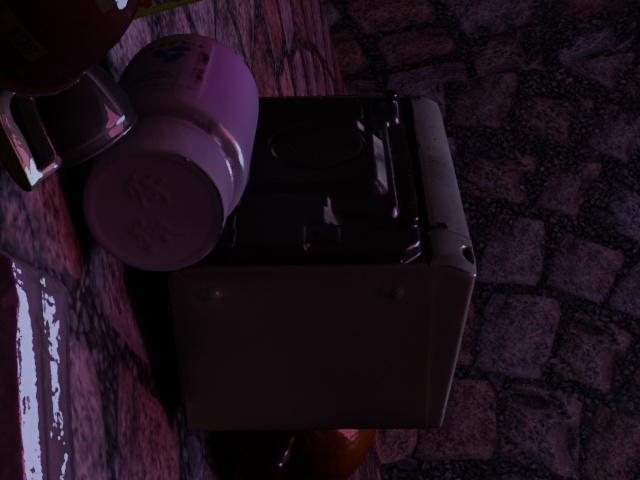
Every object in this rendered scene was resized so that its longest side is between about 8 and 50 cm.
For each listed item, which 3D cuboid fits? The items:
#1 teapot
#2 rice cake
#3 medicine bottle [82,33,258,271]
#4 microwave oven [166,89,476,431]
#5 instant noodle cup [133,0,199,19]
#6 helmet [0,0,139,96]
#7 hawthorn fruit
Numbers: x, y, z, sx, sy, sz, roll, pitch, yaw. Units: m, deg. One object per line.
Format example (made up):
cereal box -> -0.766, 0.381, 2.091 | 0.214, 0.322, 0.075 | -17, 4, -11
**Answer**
teapot -> -0.204, -0.105, 0.921 | 0.090, 0.092, 0.124 | 61, 9, -22
rice cake -> -0.200, 0.155, 0.798 | 0.106, 0.050, 0.297 | 51, 32, -75
medicine bottle -> -0.142, -0.089, 1.135 | 0.254, 0.152, 0.152 | -84, 164, -59
microwave oven -> 0.000, 0.000, 1.354 | 0.394, 0.333, 0.247 | -92, -178, -57
instant noodle cup -> -0.147, -0.349, 1.187 | 0.264, 0.200, 0.264 | -7, 90, -84
helmet -> -0.192, -0.198, 0.833 | 0.175, 0.106, 0.155 | 55, 39, -23
hawthorn fruit -> -0.027, 0.225, 1.482 | 0.249, 0.215, 0.215 | -79, 159, -73
